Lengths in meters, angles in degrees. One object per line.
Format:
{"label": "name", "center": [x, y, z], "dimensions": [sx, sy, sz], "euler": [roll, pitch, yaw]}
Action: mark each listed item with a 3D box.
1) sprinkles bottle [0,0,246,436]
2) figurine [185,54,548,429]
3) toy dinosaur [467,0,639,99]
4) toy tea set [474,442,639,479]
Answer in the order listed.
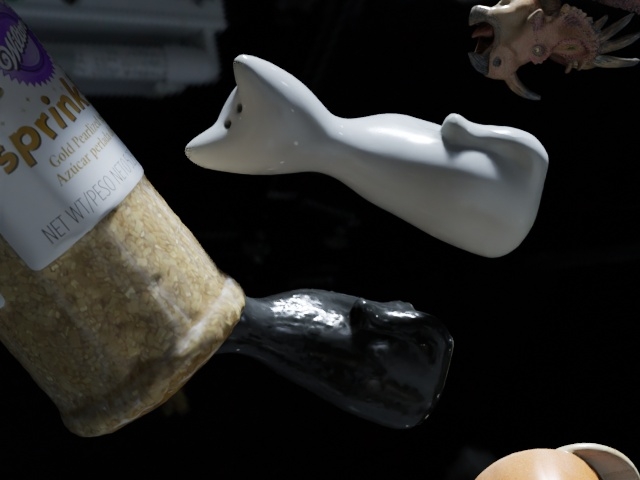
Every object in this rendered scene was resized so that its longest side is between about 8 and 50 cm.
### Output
{"label": "sprinkles bottle", "center": [-0.188, -0.067, 0.699], "dimensions": [0.121, 0.121, 0.355], "euler": [-39, -75, -6]}
{"label": "figurine", "center": [0.000, 0.000, 0.832], "dimensions": [0.209, 0.092, 0.215], "euler": [14, -64, -25]}
{"label": "toy dinosaur", "center": [0.265, -0.229, 1.147], "dimensions": [0.295, 0.200, 0.127], "euler": [-8, 0, 11]}
{"label": "toy tea set", "center": [0.081, 0.246, 0.758], "dimensions": [0.200, 0.124, 0.336], "euler": [29, -69, -16]}
